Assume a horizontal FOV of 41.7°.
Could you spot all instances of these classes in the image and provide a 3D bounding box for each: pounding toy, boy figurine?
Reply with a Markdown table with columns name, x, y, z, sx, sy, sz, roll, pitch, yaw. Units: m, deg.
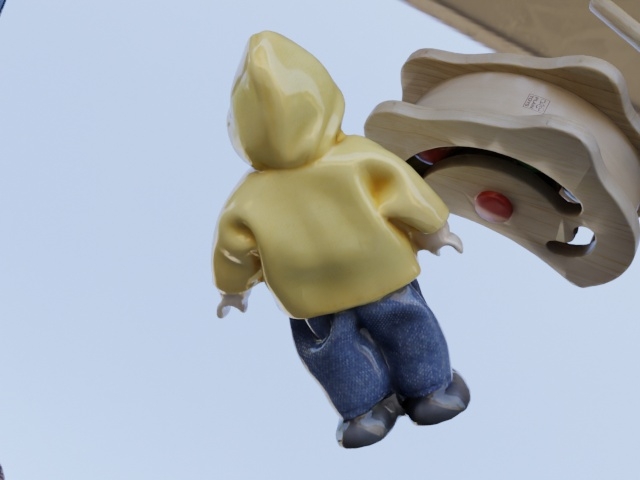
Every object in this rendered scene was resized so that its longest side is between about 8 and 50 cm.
| name | x | y | z | sx | sy | sz | roll | pitch | yaw |
| --- | --- | --- | --- | --- | --- | --- | --- | --- | --- |
| pounding toy | 0.174 | -0.075 | 0.622 | 0.270 | 0.154 | 0.154 | 12 | -37 | 31 |
| boy figurine | 0.000 | 0.000 | 0.577 | 0.177 | 0.092 | 0.285 | -22 | -82 | 11 |

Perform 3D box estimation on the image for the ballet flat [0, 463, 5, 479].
| name | x | y | z | sx | sy | sz | roll | pitch | yaw |
| --- | --- | --- | --- | --- | --- | --- | --- | --- | --- |
| ballet flat | -0.497 | 0.327 | 1.024 | 0.079 | 0.222 | 0.076 | 41 | -26 | 43 |

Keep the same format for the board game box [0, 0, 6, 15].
| name | x | y | z | sx | sy | sz | roll | pitch | yaw |
| --- | --- | --- | --- | --- | --- | --- | --- | --- | --- |
| board game box | -0.367 | -0.235 | 0.754 | 0.160 | 0.039 | 0.211 | 19 | -32 | -26 |
